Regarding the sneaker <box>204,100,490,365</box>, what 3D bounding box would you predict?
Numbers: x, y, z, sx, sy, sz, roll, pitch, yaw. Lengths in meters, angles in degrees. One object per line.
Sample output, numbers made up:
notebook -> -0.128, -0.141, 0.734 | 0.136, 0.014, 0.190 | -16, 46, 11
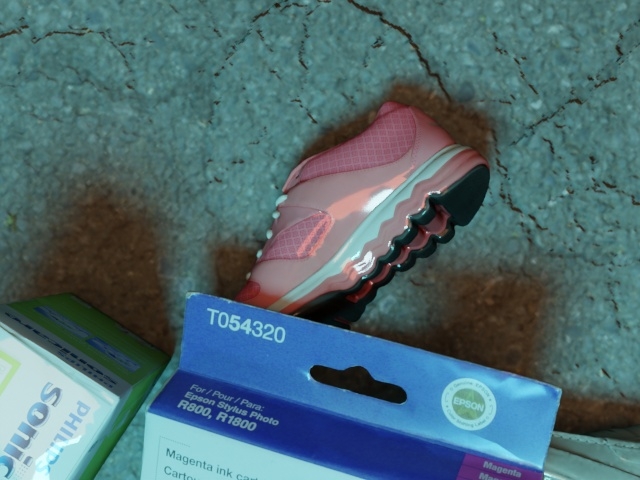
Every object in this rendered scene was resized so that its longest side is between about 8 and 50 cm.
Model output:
sneaker -> 0.000, 0.000, 0.939 | 0.314, 0.116, 0.136 | -40, 64, 3

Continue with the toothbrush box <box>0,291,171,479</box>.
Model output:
toothbrush box -> -0.237, 0.161, 0.827 | 0.122, 0.283, 0.206 | 33, 90, -2

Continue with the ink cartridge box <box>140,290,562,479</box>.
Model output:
ink cartridge box -> 0.004, 0.237, 0.851 | 0.324, 0.071, 0.330 | 13, 110, 17

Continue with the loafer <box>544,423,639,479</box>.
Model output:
loafer -> 0.274, 0.218, 0.943 | 0.319, 0.112, 0.112 | 18, 54, -1
